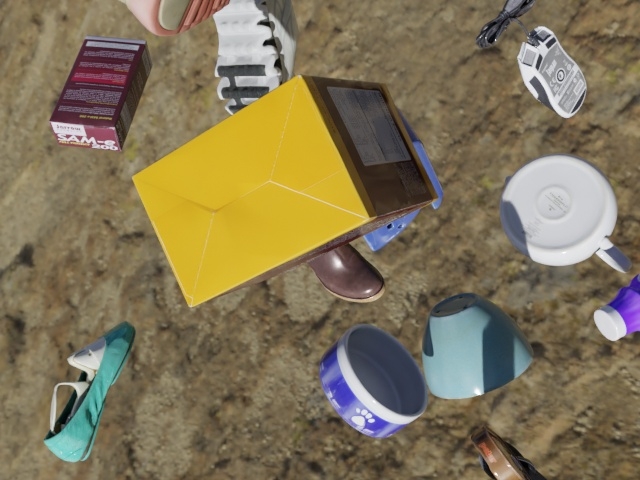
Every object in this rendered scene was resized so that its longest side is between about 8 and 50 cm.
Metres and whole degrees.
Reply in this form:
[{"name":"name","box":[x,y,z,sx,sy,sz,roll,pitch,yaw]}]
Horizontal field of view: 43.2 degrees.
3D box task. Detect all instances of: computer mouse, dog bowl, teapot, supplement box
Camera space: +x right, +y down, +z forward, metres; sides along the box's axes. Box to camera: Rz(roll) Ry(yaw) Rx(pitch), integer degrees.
[{"name":"computer mouse","box":[0.272,-0.228,1.024,0.042,0.193,0.106,14,66,53]},{"name":"dog bowl","box":[0.129,0.337,1.953,0.104,0.265,0.264,-45,43,29]},{"name":"teapot","box":[0.514,-0.051,1.718,0.253,0.187,0.255,-7,73,23]},{"name":"supplement box","box":[-0.425,-0.291,1.585,0.073,0.130,0.239,89,-170,-55]},{"name":"supplement box","box":[-0.025,-0.048,0.751,0.191,0.194,0.129,-26,86,26]}]

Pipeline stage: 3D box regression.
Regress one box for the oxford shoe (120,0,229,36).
[{"name":"oxford shoe","box":[-0.091,-0.347,0.819,0.397,0.147,0.140,-46,-10,-46]}]

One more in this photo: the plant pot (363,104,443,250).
[{"name":"plant pot","box":[0.130,-0.160,1.811,0.212,0.236,0.236,-28,40,5]}]

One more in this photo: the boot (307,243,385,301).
[{"name":"boot","box":[0.000,0.000,1.467,0.248,0.206,0.090,33,72,34]}]

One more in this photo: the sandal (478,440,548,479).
[{"name":"sandal","box":[0.491,0.566,1.972,0.054,0.255,0.097,-27,30,56]}]

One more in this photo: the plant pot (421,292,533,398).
[{"name":"plant pot","box":[0.385,0.252,2.115,0.290,0.290,0.195,-7,110,50]}]

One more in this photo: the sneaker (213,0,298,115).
[{"name":"sneaker","box":[-0.082,-0.306,1.040,0.110,0.118,0.292,12,120,23]}]

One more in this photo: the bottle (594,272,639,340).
[{"name":"bottle","box":[0.658,0.100,1.549,0.283,0.092,0.118,-25,20,-12]}]

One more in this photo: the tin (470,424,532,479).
[{"name":"tin","box":[0.302,0.366,1.341,0.040,0.190,0.106,-34,57,9]}]

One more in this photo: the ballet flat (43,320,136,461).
[{"name":"ballet flat","box":[-0.378,0.230,1.310,0.083,0.087,0.247,-15,51,49]}]
